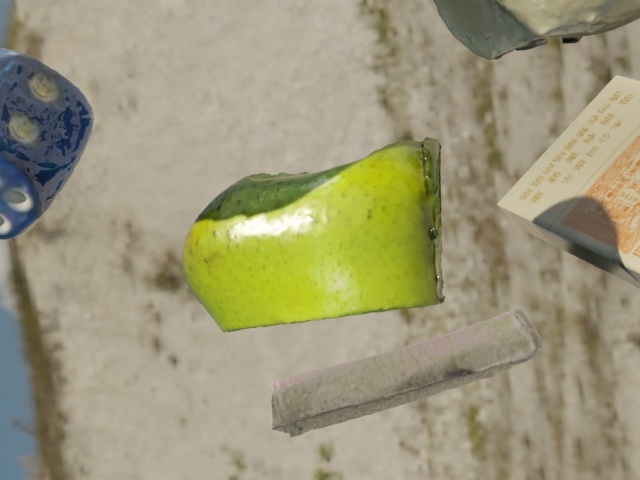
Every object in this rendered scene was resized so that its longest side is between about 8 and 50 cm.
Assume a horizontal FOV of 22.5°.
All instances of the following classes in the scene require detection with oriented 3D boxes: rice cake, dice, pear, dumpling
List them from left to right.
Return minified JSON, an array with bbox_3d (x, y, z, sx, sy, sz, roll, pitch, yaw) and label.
[{"bbox_3d":[-0.326,-0.100,1.659,0.146,0.143,0.146,-41,20,44],"label":"dice"},{"bbox_3d":[0.000,0.000,1.538,0.292,0.292,0.159,15,-116,-86],"label":"pear"},{"bbox_3d":[0.101,0.164,1.957,0.056,0.364,0.073,108,143,-63],"label":"rice cake"},{"bbox_3d":[0.210,-0.279,1.340,0.227,0.243,0.175,58,171,-11],"label":"dumpling"}]

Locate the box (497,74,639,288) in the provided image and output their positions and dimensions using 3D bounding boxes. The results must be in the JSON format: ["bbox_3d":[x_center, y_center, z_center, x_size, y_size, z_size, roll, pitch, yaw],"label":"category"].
[{"bbox_3d":[0.333,-0.060,1.632,0.051,0.204,0.365,45,176,-22],"label":"box"}]
